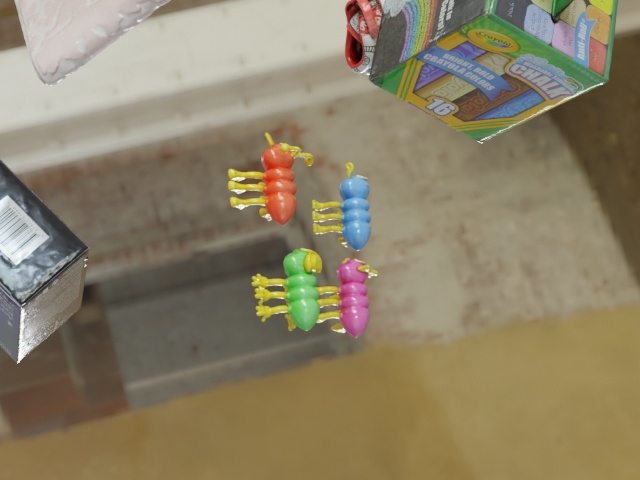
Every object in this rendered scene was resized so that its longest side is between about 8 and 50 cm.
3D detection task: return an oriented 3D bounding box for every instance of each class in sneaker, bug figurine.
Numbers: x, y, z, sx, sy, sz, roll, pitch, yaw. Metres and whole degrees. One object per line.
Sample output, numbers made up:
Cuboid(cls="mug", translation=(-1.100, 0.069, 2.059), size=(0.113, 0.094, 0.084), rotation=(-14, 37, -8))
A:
Cuboid(cls="sneaker", translation=(0.122, -0.320, 2.256), size=(0.090, 0.145, 0.270), rotation=(65, -36, 40))
Cuboid(cls="bug figurine", translation=(0.000, 0.000, 1.936), size=(0.279, 0.072, 0.216), rotation=(16, 67, -62))

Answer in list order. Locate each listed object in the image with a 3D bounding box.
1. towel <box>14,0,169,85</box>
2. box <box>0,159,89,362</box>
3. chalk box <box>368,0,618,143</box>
Cuboid(cls="towel", translation=(-0.299, -0.409, 2.480), size=(0.053, 0.332, 0.317), rotation=(44, 14, -45))
Cuboid(cls="box", translation=(-0.358, 0.027, 1.996), size=(0.153, 0.108, 0.207), rotation=(43, -24, 9))
Cuboid(cls="chalk box", translation=(0.220, -0.261, 1.968), size=(0.289, 0.179, 0.180), rotation=(-23, -132, 52))
